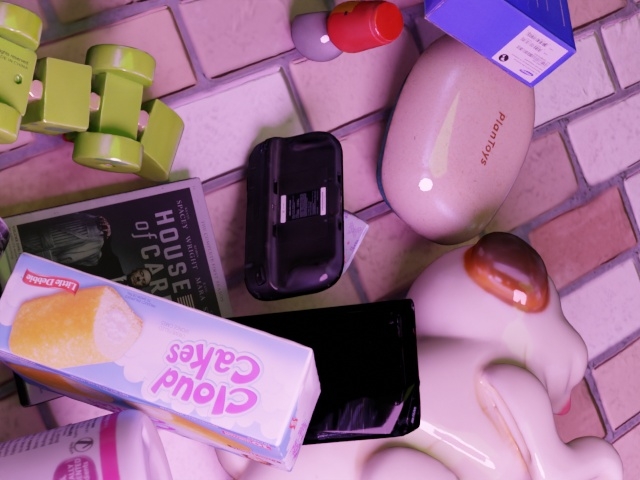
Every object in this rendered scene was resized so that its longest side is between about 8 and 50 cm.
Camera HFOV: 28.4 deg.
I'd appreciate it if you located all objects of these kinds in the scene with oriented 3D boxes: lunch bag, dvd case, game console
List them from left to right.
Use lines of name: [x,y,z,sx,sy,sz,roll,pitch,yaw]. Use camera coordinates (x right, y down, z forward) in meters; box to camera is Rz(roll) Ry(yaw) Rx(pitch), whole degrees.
dvd case: [-0.203,0.045,1.245,0.238,0.029,0.179,-15,92,-35]
game console: [-0.012,0.036,1.261,0.044,0.213,0.361,73,14,-55]
lunch bag: [0.000,0.000,1.378,0.071,0.053,0.083,22,96,-31]

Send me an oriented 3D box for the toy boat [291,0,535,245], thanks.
toy boat: [0.109,-0.164,1.440,0.318,0.148,0.267,40,67,-32]

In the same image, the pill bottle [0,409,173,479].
pill bottle: [-0.262,0.248,1.026,0.283,0.160,0.160,-15,92,0]

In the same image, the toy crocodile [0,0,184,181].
toy crocodile: [-0.255,-0.133,1.150,0.340,0.105,0.115,16,76,-45]

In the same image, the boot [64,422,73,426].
boot: [-0.251,0.290,1.146,0.165,0.077,0.213,54,53,-17]

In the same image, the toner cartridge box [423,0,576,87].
toner cartridge box: [0.196,-0.349,1.466,0.165,0.075,0.348,29,41,-28]

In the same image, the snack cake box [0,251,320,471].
snack cake box: [-0.139,0.109,1.094,0.264,0.152,0.089,17,71,9]

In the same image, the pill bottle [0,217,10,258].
pill bottle: [-0.368,0.074,1.063,0.130,0.130,0.246,31,67,-27]

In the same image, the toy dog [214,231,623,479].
toy dog: [0.118,0.186,1.335,0.395,0.284,0.408,34,61,14]
